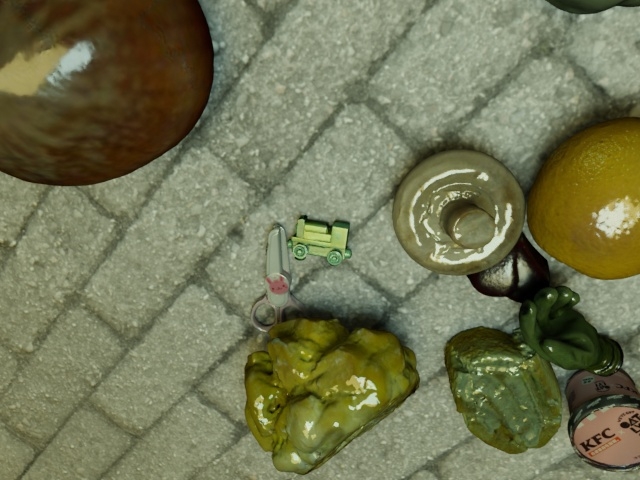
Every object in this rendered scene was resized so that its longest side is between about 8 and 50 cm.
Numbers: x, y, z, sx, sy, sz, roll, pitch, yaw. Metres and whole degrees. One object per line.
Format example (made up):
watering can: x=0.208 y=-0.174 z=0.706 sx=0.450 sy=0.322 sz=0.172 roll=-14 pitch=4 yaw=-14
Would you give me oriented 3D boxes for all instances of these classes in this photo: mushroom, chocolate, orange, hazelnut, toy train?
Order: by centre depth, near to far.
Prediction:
orange: x=0.416 y=-0.058 z=0.716 sx=0.236 sy=0.236 sz=0.236 roll=4 pitch=114 yaw=9
hazelnut: x=-0.366 y=-0.263 z=0.734 sx=0.409 sy=0.359 sz=0.359 roll=-28 pitch=106 yaw=12
mushroom: x=0.215 y=-0.034 z=0.772 sx=0.207 sy=0.215 sz=0.207 roll=1 pitch=105 yaw=5
chocolate: x=0.334 y=0.053 z=0.860 sx=0.149 sy=0.080 sz=0.125 roll=16 pitch=116 yaw=6
toy train: x=0.000 y=0.000 z=0.920 sx=0.122 sy=0.050 sz=0.081 roll=10 pitch=111 yaw=7

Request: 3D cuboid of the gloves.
gloves: x=0.412 y=0.157 z=0.844 sx=0.107 sy=0.135 sz=0.268 roll=-27 pitch=130 yaw=35

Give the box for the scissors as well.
scissors: x=-0.081 y=0.082 z=0.981 sx=0.118 sy=0.030 sz=0.242 roll=6 pitch=117 yaw=8

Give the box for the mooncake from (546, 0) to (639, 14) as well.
mooncake: x=0.370 y=-0.417 z=0.607 sx=0.275 sy=0.135 sz=0.275 roll=1 pitch=111 yaw=3

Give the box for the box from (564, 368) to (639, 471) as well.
box: x=0.520 y=0.312 z=0.907 sx=0.151 sy=0.135 sz=0.151 roll=6 pitch=115 yaw=13

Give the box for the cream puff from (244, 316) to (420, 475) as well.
cream puff: x=0.005 y=0.252 z=0.935 sx=0.257 sy=0.291 sz=0.324 roll=48 pitch=133 yaw=21

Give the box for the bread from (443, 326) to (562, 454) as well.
bread: x=0.349 y=0.282 z=0.934 sx=0.186 sy=0.124 sz=0.257 roll=-30 pitch=106 yaw=21
